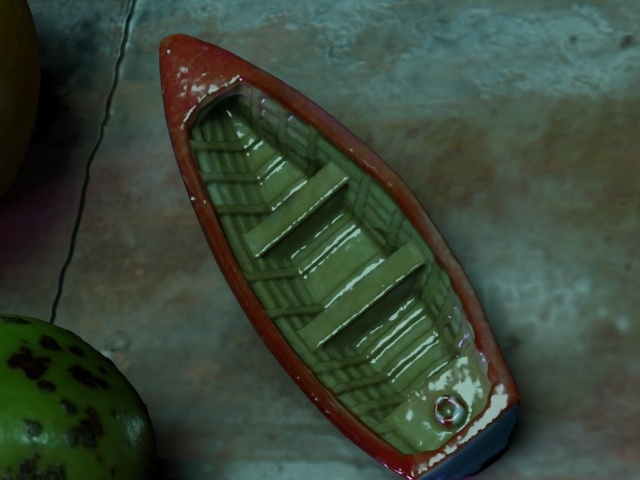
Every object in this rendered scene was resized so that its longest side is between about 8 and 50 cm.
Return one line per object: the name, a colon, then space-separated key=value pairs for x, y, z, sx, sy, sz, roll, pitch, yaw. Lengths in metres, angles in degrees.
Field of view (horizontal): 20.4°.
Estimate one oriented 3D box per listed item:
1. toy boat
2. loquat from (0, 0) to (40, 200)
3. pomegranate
toy boat: x=0.000 y=0.000 z=1.184 sx=0.136 sy=0.079 sz=0.392 roll=-39 pitch=55 yaw=3
loquat: x=-0.365 y=-0.118 z=1.281 sx=0.328 sy=0.328 sz=0.328 roll=-11 pitch=59 yaw=19
pomegranate: x=-0.228 y=0.150 z=1.083 sx=0.231 sy=0.286 sz=0.231 roll=-3 pitch=84 yaw=29
